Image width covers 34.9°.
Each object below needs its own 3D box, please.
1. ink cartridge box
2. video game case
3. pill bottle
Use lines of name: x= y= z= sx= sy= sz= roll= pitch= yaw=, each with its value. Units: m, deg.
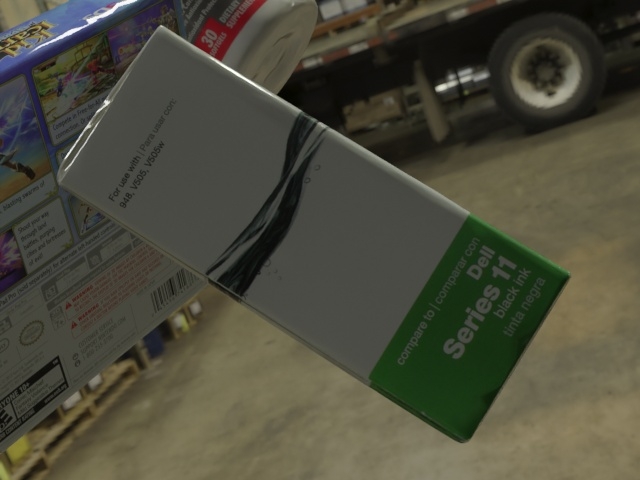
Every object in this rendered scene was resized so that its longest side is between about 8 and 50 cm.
ink cartridge box: x=0.000 y=0.000 z=0.490 sx=0.087 sy=0.208 sz=0.153 roll=-58 pitch=-7 yaw=-1
video game case: x=-0.184 y=-0.020 z=0.702 sx=0.061 sy=0.244 sz=0.269 roll=18 pitch=41 yaw=32
pill bottle: x=-0.176 y=-0.289 z=1.170 sx=0.176 sy=0.318 sz=0.176 roll=-52 pitch=-9 yaw=-12
